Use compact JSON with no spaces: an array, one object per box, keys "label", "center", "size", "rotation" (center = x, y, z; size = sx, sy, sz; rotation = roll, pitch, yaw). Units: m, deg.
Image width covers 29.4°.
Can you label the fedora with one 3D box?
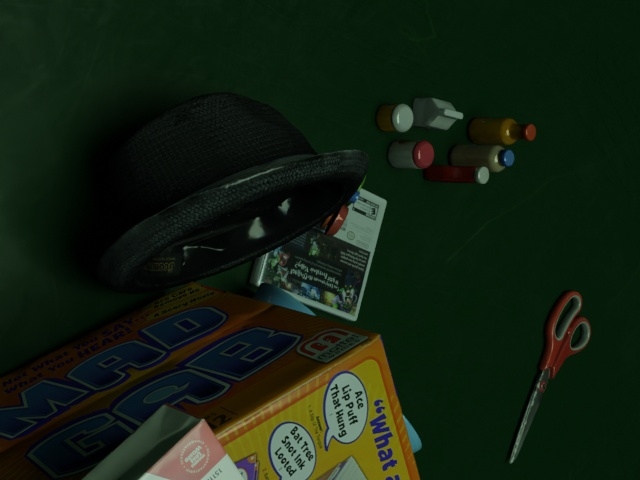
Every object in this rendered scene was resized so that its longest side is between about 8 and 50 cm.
[{"label":"fedora","center":[-0.115,-0.070,1.357],"size":[0.334,0.334,0.152],"rotation":[-18,76,-41]}]

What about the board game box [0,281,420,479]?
[{"label":"board game box","center":[-0.134,0.296,1.240],"size":[0.356,0.356,0.356],"rotation":[-27,112,-30]}]

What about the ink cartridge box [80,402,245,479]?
[{"label":"ink cartridge box","center":[-0.102,0.246,0.991],"size":[0.115,0.067,0.198],"rotation":[-43,119,-24]}]

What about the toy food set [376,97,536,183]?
[{"label":"toy food set","center":[0.191,-0.137,1.705],"size":[0.232,0.104,0.111],"rotation":[8,88,-44]}]

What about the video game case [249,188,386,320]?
[{"label":"video game case","center":[0.000,0.000,1.597],"size":[0.190,0.022,0.173],"rotation":[23,78,-43]}]

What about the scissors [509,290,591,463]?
[{"label":"scissors","center":[0.354,0.211,1.956],"size":[0.297,0.021,0.109],"rotation":[-52,128,-26]}]

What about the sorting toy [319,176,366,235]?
[{"label":"sorting toy","center":[0.022,-0.056,1.567],"size":[0.042,0.061,0.102],"rotation":[30,62,-6]}]

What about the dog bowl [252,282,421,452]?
[{"label":"dog bowl","center":[0.001,0.182,1.509],"size":[0.074,0.166,0.297],"rotation":[-45,111,-16]}]
